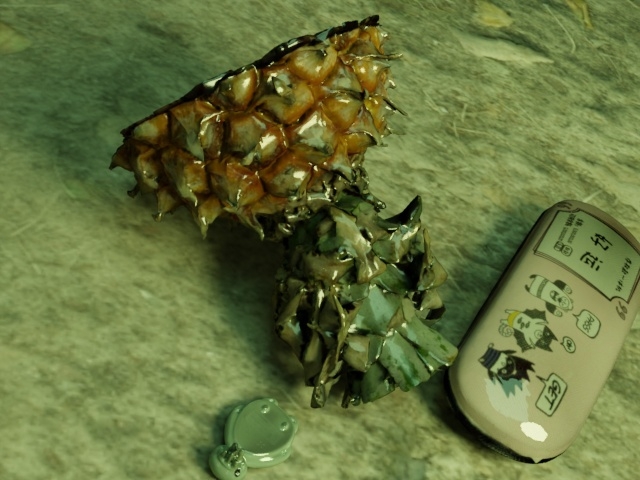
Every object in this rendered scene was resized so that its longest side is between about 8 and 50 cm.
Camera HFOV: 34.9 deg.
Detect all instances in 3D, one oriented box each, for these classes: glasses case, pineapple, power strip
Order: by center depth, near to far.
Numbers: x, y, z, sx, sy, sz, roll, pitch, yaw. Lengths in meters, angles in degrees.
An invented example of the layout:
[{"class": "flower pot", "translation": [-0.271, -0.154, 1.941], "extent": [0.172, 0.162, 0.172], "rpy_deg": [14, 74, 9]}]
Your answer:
[{"class": "power strip", "translation": [-0.048, 0.145, 0.754], "extent": [0.055, 0.035, 0.083], "rpy_deg": [41, 45, 11]}, {"class": "pineapple", "translation": [0.000, 0.000, 0.808], "extent": [0.262, 0.262, 0.272], "rpy_deg": [-27, 90, -39]}, {"class": "glasses case", "translation": [0.209, 0.070, 0.909], "extent": [0.122, 0.075, 0.314], "rpy_deg": [38, 46, 4]}]
